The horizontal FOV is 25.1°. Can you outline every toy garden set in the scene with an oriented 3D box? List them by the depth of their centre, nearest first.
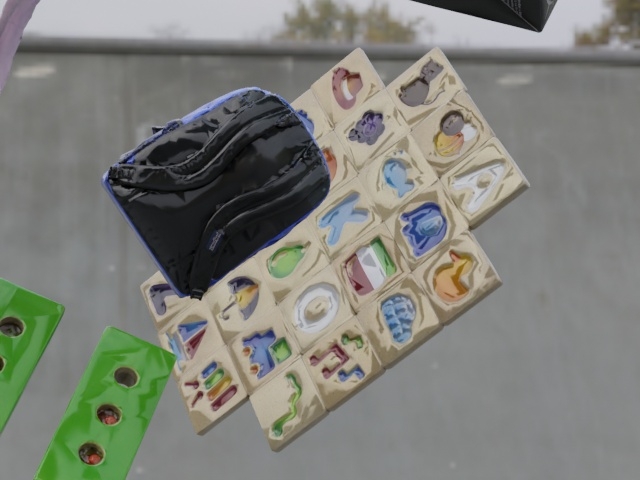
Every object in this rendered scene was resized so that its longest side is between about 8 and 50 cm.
[{"bbox_3d":[-0.223,0.098,0.736,0.244,0.204,0.049,24,-43,-4],"label":"toy garden set"}]

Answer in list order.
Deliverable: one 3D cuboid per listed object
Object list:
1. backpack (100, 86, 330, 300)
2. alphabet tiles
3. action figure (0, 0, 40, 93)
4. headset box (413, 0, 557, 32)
[{"bbox_3d":[-0.062,-0.037,0.869,0.120,0.098,0.101,-35,10,-7],"label":"backpack"},{"bbox_3d":[0.000,0.000,1.197,0.342,0.285,0.011,-38,-40,13],"label":"alphabet tiles"},{"bbox_3d":[-0.279,-0.066,0.743,0.275,0.248,0.370,16,13,-23],"label":"action figure"},{"bbox_3d":[0.137,-0.314,0.887,0.110,0.293,0.218,18,-27,22],"label":"headset box"}]
